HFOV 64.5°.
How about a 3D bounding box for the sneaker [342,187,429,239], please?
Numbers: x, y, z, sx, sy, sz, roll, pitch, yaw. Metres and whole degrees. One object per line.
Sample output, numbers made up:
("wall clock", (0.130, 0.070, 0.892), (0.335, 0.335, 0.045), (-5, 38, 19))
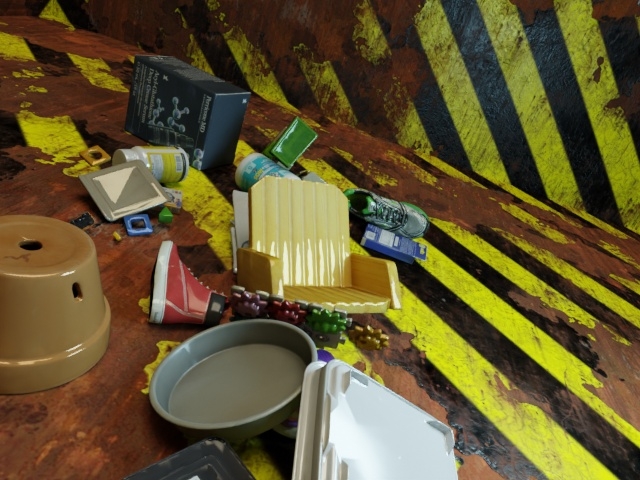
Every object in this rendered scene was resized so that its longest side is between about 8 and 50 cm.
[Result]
("sneaker", (0.223, -0.093, 1.825), (0.344, 0.134, 0.146), (20, 7, 19))

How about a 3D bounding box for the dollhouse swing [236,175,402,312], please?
("dollhouse swing", (0.000, 0.000, 1.258), (0.347, 0.304, 0.315), (5, 3, -29))

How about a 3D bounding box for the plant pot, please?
("plant pot", (-0.510, 0.088, 0.885), (0.291, 0.203, 0.290), (17, 25, -8))

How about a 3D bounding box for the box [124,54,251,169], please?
("box", (-0.506, -0.486, 1.913), (0.396, 0.293, 0.212), (28, 27, 18))

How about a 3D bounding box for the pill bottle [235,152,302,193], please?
("pill bottle", (-0.158, -0.183, 1.732), (0.264, 0.146, 0.146), (35, 29, 28))

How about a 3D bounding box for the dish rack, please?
("dish rack", (0.112, 0.346, 0.790), (0.333, 0.072, 0.285), (35, 33, -21))

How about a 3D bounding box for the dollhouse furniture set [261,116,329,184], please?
("dollhouse furniture set", (-0.037, -0.271, 1.799), (0.302, 0.151, 0.197), (40, -6, -16))

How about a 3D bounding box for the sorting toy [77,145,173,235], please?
("sorting toy", (-0.549, -0.138, 1.427), (0.196, 0.047, 0.347), (-24, 64, -38))

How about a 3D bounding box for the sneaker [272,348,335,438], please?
("sneaker", (-0.017, 0.272, 0.986), (0.095, 0.104, 0.236), (24, 25, 11))

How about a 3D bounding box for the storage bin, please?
("storage bin", (-0.187, 0.369, 0.698), (0.180, 0.084, 0.122), (-11, 39, -46))

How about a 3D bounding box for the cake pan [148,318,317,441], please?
("cake pan", (-0.148, 0.241, 0.897), (0.294, 0.054, 0.293), (-6, 24, 3))

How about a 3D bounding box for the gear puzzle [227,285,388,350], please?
("gear puzzle", (-0.027, 0.189, 1.053), (0.339, 0.175, 0.044), (12, 51, 1))

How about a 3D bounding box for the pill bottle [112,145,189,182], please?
("pill bottle", (-0.536, -0.239, 1.606), (0.209, 0.119, 0.119), (-10, 38, -46))

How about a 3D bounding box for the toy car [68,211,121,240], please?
("toy car", (-0.563, -0.019, 1.271), (0.122, 0.060, 0.040), (36, -19, -3))

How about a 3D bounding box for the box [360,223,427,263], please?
("box", (0.256, 0.016, 1.759), (0.226, 0.036, 0.136), (20, 26, 5))

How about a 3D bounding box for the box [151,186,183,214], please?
("box", (-0.463, -0.127, 1.542), (0.081, 0.028, 0.136), (11, 29, -18))

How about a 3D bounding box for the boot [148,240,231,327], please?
("boot", (-0.293, 0.099, 1.157), (0.177, 0.088, 0.244), (9, 36, -22))

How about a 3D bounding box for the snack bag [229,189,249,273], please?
("snack bag", (-0.108, -0.016, 1.486), (0.324, 0.037, 0.342), (7, 43, -22))
